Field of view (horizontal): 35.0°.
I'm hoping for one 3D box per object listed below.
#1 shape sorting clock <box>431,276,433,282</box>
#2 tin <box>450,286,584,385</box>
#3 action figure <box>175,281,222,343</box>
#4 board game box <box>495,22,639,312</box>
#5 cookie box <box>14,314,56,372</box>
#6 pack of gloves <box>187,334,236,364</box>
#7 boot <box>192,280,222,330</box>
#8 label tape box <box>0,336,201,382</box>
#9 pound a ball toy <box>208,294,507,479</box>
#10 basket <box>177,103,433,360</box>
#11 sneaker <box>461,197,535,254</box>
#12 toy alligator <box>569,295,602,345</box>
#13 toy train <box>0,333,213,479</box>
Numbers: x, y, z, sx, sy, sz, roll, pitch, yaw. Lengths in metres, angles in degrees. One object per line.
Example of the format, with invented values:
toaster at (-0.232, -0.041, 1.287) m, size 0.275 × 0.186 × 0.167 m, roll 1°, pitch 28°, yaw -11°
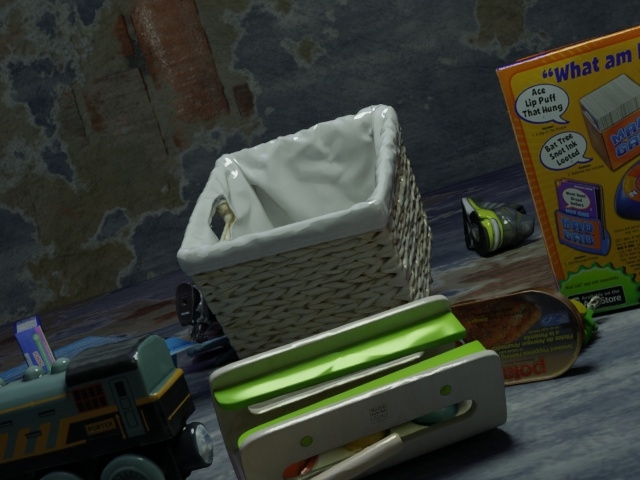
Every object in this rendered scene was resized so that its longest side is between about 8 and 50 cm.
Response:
shape sorting clock at (0.094, 0.093, 1.757) m, size 0.206 × 0.040 × 0.206 m, roll -17°, pitch -1°, yaw 0°
tin at (0.215, 0.116, 1.188) m, size 0.190 × 0.106 × 0.040 m, roll -13°, pitch 0°, yaw 26°
action figure at (-0.172, 0.130, 1.862) m, size 0.185 × 0.099 × 0.285 m, roll -25°, pitch -23°, yaw 7°
board game box at (0.494, -0.135, 1.446) m, size 0.357 × 0.356 × 0.356 m, roll -14°, pitch 7°, yaw 21°
cookie box at (-0.421, 0.166, 1.512) m, size 0.040 × 0.091 × 0.107 m, roll -22°, pitch 11°, yaw -14°
pack of gloves at (-0.124, 0.183, 1.835) m, size 0.232 × 0.046 × 0.195 m, roll -17°, pitch -8°, yaw -1°
boot at (-0.102, 0.116, 2.017) m, size 0.270 × 0.089 × 0.236 m, roll 0°, pitch -26°, yaw 8°
label tape box at (-0.369, 0.243, 1.601) m, size 0.249 × 0.115 × 0.348 m, roll -23°, pitch 13°, yaw -40°
pound a ball toy at (0.031, 0.200, 0.995) m, size 0.319 × 0.135 × 0.208 m, roll -19°, pitch 32°, yaw -13°
basket at (0.000, 0.000, 1.607) m, size 0.331 × 0.266 × 0.328 m, roll -16°, pitch 29°, yaw 17°
sneaker at (0.368, -0.033, 2.127) m, size 0.121 × 0.111 × 0.300 m, roll -7°, pitch 12°, yaw -1°
toy alligator at (0.317, 0.108, 1.256) m, size 0.190 × 0.056 × 0.051 m, roll -14°, pitch 47°, yaw -46°
toy train at (-0.291, 0.229, 1.159) m, size 0.334 × 0.190 × 0.142 m, roll -15°, pitch 6°, yaw 13°
